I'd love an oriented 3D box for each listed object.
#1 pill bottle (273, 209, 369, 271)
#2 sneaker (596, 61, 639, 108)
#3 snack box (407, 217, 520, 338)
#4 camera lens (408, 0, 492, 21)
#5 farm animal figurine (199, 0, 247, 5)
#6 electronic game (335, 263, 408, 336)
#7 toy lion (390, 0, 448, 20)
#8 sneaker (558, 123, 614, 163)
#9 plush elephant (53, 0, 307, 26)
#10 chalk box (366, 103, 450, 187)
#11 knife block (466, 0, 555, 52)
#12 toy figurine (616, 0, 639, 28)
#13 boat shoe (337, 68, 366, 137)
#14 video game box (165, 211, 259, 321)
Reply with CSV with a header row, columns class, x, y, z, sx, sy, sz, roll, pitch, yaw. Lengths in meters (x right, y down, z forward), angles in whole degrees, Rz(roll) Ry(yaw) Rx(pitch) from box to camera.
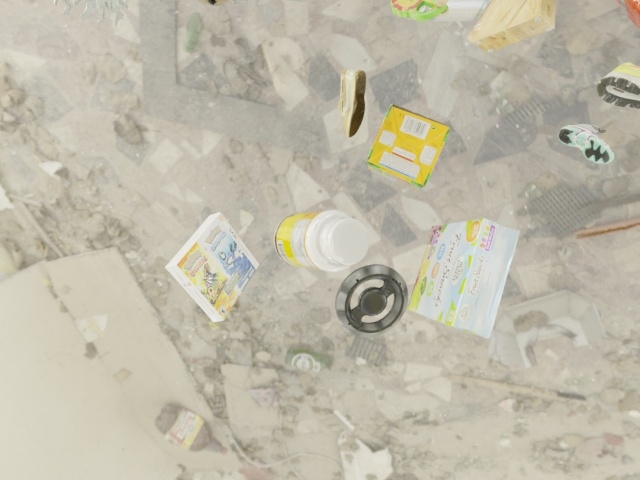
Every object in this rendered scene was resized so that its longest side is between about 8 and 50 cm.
class,x,y,z,sx,sy,sz,roll,pitch,yaw
pill bottle,0.000,0.000,0.857,0.117,0.117,0.215,56,157,-18
sneaker,0.664,-0.291,0.853,0.209,0.094,0.081,36,158,19
snack box,0.234,0.058,0.753,0.070,0.207,0.174,18,85,-8
camera lens,0.383,-0.792,1.343,0.275,0.219,0.219,-3,120,-6
farm animal figurine,-0.158,-0.532,0.828,0.331,0.326,0.172,7,135,22
electronic game,0.154,0.181,1.305,0.230,0.048,0.229,-4,106,-15
toy lion,0.189,-0.468,0.860,0.096,0.100,0.034,-23,155,12
sneaker,0.462,-0.170,0.737,0.069,0.098,0.038,-22,145,-22
plush elephant,-0.042,-0.305,0.333,0.256,0.272,0.329,-1,123,-38
chalk box,0.187,-0.193,0.967,0.133,0.213,0.132,24,96,7
knife block,0.535,-0.664,1.159,0.276,0.088,0.241,-2,84,49
toy figurine,0.429,-0.291,0.419,0.210,0.148,0.213,-11,151,-10
boat shoe,0.058,-0.267,0.852,0.045,0.050,0.135,30,136,26
video game box,-0.256,0.062,1.085,0.048,0.205,0.187,-16,122,35
